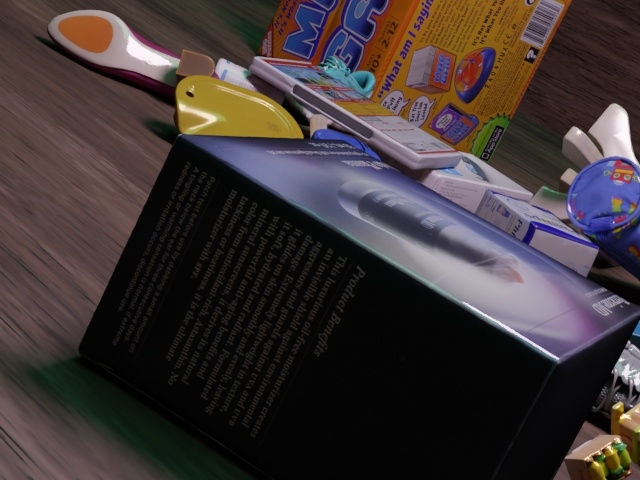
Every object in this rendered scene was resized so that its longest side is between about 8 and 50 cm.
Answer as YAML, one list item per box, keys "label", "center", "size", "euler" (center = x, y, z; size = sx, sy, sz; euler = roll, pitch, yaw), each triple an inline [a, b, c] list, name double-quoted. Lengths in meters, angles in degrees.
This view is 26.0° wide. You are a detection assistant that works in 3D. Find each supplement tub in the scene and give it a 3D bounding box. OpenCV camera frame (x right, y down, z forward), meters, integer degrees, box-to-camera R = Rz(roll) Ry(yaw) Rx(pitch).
- label: "supplement tub"
  center: [-0.110, -0.209, 1.981]
  size: [0.107, 0.071, 0.071]
  euler: [25, 13, -8]

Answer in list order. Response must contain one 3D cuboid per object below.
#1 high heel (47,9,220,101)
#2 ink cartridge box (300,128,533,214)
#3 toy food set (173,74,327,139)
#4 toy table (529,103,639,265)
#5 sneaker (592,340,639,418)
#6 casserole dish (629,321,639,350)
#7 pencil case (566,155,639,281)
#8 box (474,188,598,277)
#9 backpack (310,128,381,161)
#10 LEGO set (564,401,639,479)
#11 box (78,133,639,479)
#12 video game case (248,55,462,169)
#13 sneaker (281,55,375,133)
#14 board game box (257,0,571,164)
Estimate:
- label: "high heel"
  center: [-0.252, -0.242, 1.899]
  size: [0.244, 0.082, 0.117]
  euler: [13, -19, 3]
- label: "ink cartridge box"
  center: [0.150, -0.119, 2.135]
  size: [0.261, 0.066, 0.296]
  euler: [36, 16, 32]
- label: "toy food set"
  center: [-0.095, -0.124, 1.723]
  size: [0.217, 0.071, 0.128]
  euler: [17, 40, -26]
- label: "toy table"
  center: [0.454, -0.081, 2.221]
  size: [0.161, 0.252, 0.274]
  euler: [38, -21, 18]
- label: "sneaker"
  center: [0.295, 0.150, 1.343]
  size: [0.228, 0.086, 0.132]
  euler: [26, 16, -5]
- label: "casserole dish"
  center: [0.338, 0.100, 1.708]
  size: [0.188, 0.037, 0.114]
  euler: [18, 15, -32]
- label: "pencil case"
  center: [0.475, -0.001, 2.029]
  size: [0.119, 0.133, 0.306]
  euler: [-11, -33, 34]
- label: "box"
  center: [0.296, -0.002, 1.939]
  size: [0.126, 0.072, 0.137]
  euler: [16, 17, -32]
- label: "backpack"
  center: [0.030, -0.070, 1.657]
  size: [0.120, 0.101, 0.098]
  euler: [21, 20, -33]
- label: "LEGO set"
  center: [0.337, 0.179, 1.184]
  size: [0.287, 0.132, 0.107]
  euler: [13, 12, -46]
- label: "box"
  center: [0.046, 0.064, 1.002]
  size: [0.294, 0.183, 0.296]
  euler: [32, 15, 18]
- label: "video game case"
  center: [0.054, -0.183, 1.995]
  size: [0.285, 0.025, 0.204]
  euler: [33, 16, 17]
- label: "sneaker"
  center: [-0.005, -0.249, 2.244]
  size: [0.107, 0.110, 0.275]
  euler: [33, 16, 29]
- label: "board game box"
  center: [0.171, -0.403, 2.616]
  size: [0.356, 0.357, 0.356]
  euler: [15, 18, -41]
